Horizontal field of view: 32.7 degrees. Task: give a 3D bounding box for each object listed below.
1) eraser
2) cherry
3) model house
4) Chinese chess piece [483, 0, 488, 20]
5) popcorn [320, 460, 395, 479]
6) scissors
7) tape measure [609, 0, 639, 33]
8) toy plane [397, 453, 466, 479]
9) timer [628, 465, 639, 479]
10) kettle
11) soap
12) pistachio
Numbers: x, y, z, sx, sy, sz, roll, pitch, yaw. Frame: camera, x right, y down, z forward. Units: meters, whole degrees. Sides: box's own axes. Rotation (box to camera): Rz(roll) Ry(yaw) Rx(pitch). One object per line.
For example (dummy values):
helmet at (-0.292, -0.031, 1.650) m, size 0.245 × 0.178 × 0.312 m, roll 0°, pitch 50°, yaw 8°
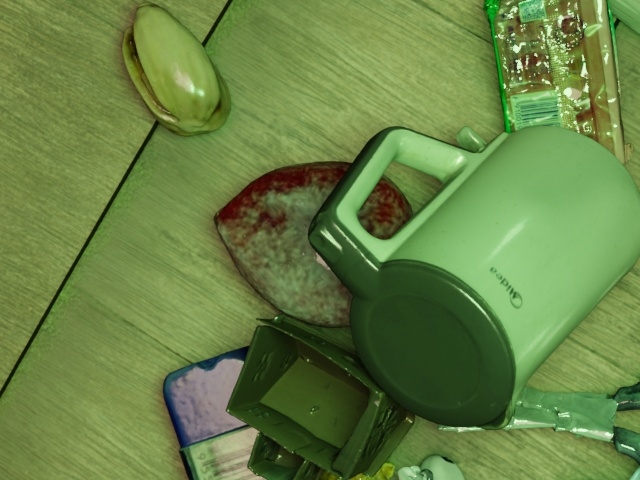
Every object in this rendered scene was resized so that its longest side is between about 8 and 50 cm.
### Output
eraser at (-0.109, 0.326, 1.545) m, size 0.155 × 0.101 × 0.332 m, roll -20°, pitch 85°, yaw 3°
cherry at (0.000, 0.000, 1.504) m, size 0.300 × 0.203 × 0.230 m, roll 14°, pitch 92°, yaw 5°
model house at (0.012, 0.226, 1.473) m, size 0.211 × 0.243 × 0.204 m, roll 28°, pitch 100°, yaw 21°
Chinese chess piece at (0.280, -0.343, 1.588) m, size 0.084 × 0.034 × 0.084 m, roll 0°, pitch 88°, yaw 3°
popcorn at (0.052, 0.339, 1.530) m, size 0.116 × 0.120 × 0.106 m, roll -21°, pitch 119°, yaw 9°
scissors at (0.356, 0.244, 1.504) m, size 0.384 × 0.029 × 0.256 m, roll 4°, pitch 53°, yaw 8°
tape measure at (0.451, -0.431, 1.537) m, size 0.258 × 0.130 × 0.265 m, roll 36°, pitch 89°, yaw 7°
toy plane at (0.173, 0.372, 1.505) m, size 0.174 × 0.174 × 0.080 m, roll 42°, pitch 119°, yaw 5°
timer at (0.425, 0.388, 1.474) m, size 0.256 × 0.175 × 0.175 m, roll -22°, pitch 86°, yaw 5°
kettle at (0.188, 0.001, 1.372) m, size 0.361 × 0.250 × 0.377 m, roll 50°, pitch 47°, yaw 1°
soap at (0.323, -0.219, 1.502) m, size 0.218 × 0.098 × 0.273 m, roll -8°, pitch 105°, yaw 15°
pistachio at (-0.209, -0.246, 1.574) m, size 0.129 × 0.131 × 0.206 m, roll -37°, pitch 78°, yaw 45°
